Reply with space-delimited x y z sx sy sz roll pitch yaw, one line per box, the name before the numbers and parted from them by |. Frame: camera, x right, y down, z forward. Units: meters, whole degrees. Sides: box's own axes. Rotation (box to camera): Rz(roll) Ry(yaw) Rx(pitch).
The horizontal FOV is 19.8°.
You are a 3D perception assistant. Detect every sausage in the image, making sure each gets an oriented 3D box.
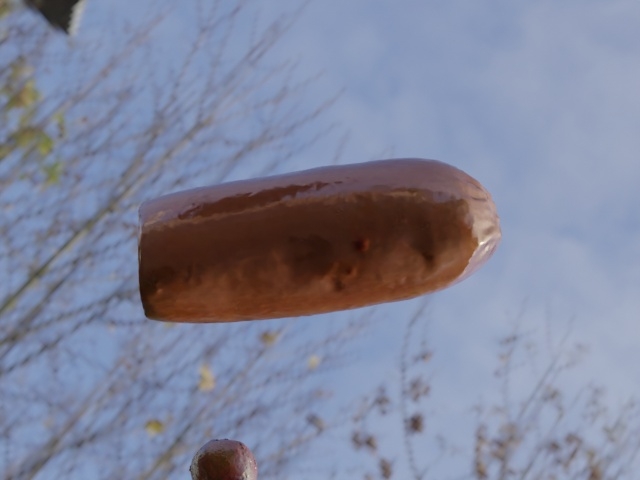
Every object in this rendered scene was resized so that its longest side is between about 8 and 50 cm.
sausage | 0.000 0.000 1.311 0.259 0.114 0.114 -8 -54 2

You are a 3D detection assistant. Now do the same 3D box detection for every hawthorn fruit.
hawthorn fruit | -0.097 0.240 1.873 0.077 0.077 0.077 20 -45 21
